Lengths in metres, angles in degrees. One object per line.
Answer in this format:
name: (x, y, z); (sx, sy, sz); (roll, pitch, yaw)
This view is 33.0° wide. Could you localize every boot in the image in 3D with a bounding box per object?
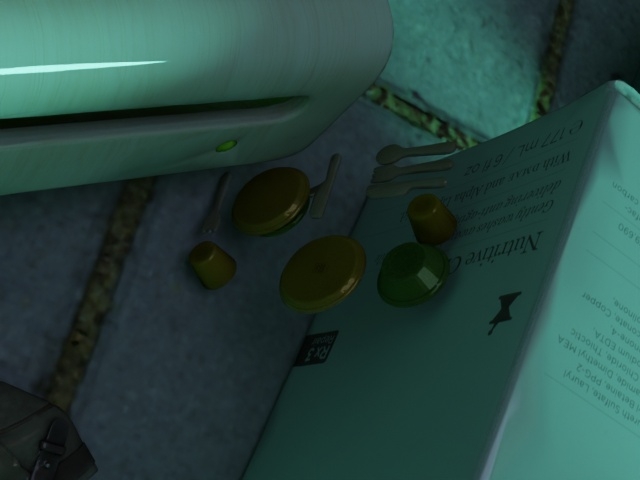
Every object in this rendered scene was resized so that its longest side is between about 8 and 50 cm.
boot: (-0.162, 0.120, 0.502); (0.087, 0.042, 0.118); (47, 62, -16)

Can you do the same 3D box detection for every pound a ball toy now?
pound a ball toy: (-0.138, -0.141, 0.488); (0.319, 0.136, 0.208); (-10, 67, -40)

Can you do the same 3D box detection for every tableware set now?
tableware set: (0.000, 0.000, 0.563); (0.024, 0.154, 0.104); (55, 40, -42)

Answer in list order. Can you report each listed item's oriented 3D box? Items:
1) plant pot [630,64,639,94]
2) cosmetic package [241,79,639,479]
plant pot: (0.350, -0.078, 0.722); (0.293, 0.235, 0.293); (7, 76, -28)
cosmetic package: (0.068, 0.140, 0.530); (0.156, 0.217, 0.385); (35, 62, -19)
